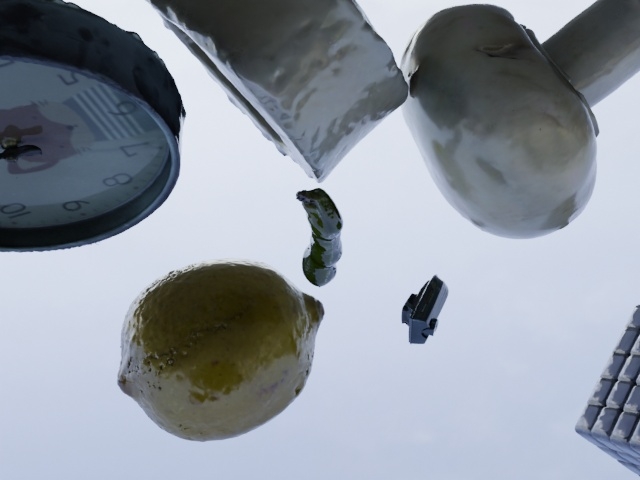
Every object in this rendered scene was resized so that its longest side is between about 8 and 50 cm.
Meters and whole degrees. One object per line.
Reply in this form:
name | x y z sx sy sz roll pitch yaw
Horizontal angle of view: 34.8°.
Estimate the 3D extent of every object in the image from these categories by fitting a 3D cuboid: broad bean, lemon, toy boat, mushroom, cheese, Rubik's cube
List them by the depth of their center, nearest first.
cheese | -0.063 -0.233 1.125 0.153 0.292 0.332 -45 -110 -1
broad bean | 0.001 0.000 1.205 0.052 0.256 0.052 1 -111 1
mushroom | 0.271 -0.178 1.259 0.336 0.314 0.314 -35 -143 6
lemon | -0.140 0.152 1.468 0.310 0.258 0.258 -24 -141 -7
Rubik's cube | 0.561 0.247 1.487 0.237 0.238 0.237 33 167 -14
toy boat | 0.167 0.100 1.593 0.060 0.055 0.141 13 -141 17

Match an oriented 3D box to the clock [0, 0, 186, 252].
clock | -0.287 -0.094 0.954 0.324 0.325 0.067 -3 -121 -9
